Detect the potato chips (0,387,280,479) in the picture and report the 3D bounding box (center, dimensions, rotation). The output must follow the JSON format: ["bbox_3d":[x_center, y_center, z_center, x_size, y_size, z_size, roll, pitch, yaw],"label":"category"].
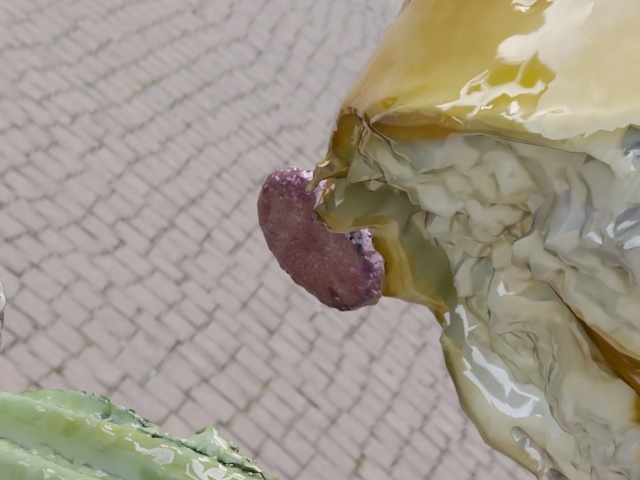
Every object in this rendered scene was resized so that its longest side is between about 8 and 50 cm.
[{"bbox_3d":[-0.213,0.219,0.874,0.429,0.070,0.358,16,45,34],"label":"potato chips"}]

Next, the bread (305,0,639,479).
[{"bbox_3d":[0.181,-0.070,0.747,0.250,0.394,0.361,11,-31,30],"label":"bread"}]

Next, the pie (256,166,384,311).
[{"bbox_3d":[0.000,0.000,1.309,0.154,0.154,0.036,45,58,13],"label":"pie"}]

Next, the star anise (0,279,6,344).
[{"bbox_3d":[-0.408,0.002,1.446,0.315,0.108,0.315,55,-14,21],"label":"star anise"}]
